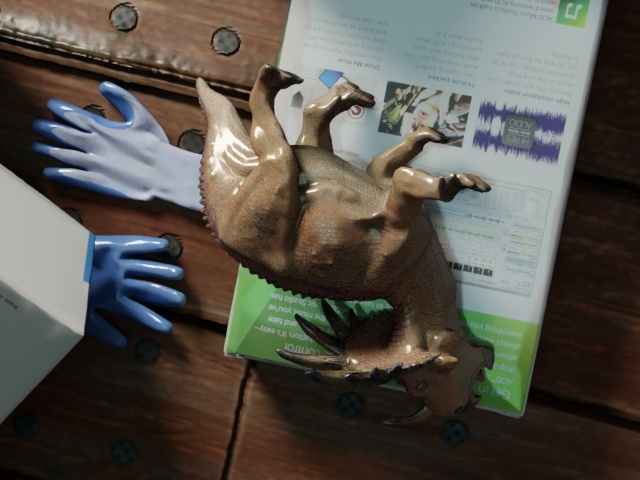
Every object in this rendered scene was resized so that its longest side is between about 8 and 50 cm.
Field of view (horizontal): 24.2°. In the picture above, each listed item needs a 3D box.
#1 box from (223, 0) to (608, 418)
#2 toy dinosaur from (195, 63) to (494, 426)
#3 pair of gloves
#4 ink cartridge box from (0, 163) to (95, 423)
[{"bbox_3d":[0.070,-0.049,1.116,0.232,0.058,0.322,12,94,8],"label":"box"},{"bbox_3d":[0.000,0.000,1.043,0.295,0.127,0.200,30,104,11],"label":"toy dinosaur"},{"bbox_3d":[-0.167,-0.021,1.167,0.159,0.023,0.198,17,96,7],"label":"pair of gloves"},{"bbox_3d":[-0.303,0.063,1.082,0.168,0.171,0.233,39,106,-21],"label":"ink cartridge box"}]
